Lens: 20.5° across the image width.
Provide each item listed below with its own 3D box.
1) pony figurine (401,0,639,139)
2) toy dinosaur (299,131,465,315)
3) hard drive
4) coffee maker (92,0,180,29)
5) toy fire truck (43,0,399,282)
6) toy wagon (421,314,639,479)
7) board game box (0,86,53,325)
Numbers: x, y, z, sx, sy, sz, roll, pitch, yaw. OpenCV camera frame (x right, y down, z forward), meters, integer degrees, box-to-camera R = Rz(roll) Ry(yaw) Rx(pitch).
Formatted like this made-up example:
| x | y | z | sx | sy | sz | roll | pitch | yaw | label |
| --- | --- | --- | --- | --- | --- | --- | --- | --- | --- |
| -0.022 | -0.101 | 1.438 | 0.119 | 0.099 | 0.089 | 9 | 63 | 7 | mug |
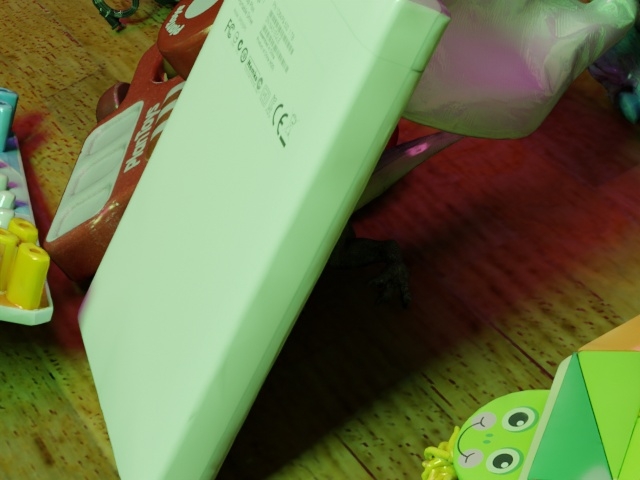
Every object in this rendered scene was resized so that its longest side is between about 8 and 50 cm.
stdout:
| x | y | z | sx | sy | sz | roll | pitch | yaw | label |
| --- | --- | --- | --- | --- | --- | --- | --- | --- | --- |
| 0.188 | -0.205 | 1.181 | 0.302 | 0.351 | 0.363 | -54 | 34 | 18 | pony figurine |
| 0.000 | 0.000 | 1.187 | 0.268 | 0.064 | 0.118 | -24 | 49 | 10 | toy dinosaur |
| -0.048 | -0.034 | 1.081 | 0.047 | 0.353 | 0.233 | 17 | 24 | -25 | hard drive |
| -0.135 | -0.306 | 1.632 | 0.171 | 0.120 | 0.178 | -22 | 29 | 16 | coffee maker |
| -0.085 | -0.117 | 1.343 | 0.254 | 0.169 | 0.302 | -28 | 29 | 24 | toy fire truck |
| 0.205 | 0.119 | 0.931 | 0.344 | 0.068 | 0.267 | 0 | 39 | 27 | toy wagon |
| -0.395 | -0.073 | 1.275 | 0.390 | 0.050 | 0.390 | 12 | 19 | -18 | board game box |
